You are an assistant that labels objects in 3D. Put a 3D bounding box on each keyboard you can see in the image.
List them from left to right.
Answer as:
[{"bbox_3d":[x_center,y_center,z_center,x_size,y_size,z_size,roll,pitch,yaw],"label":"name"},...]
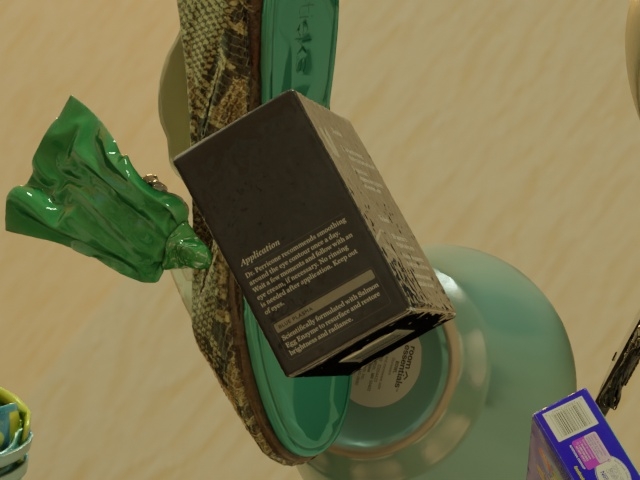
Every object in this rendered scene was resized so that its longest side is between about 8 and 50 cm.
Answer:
[{"bbox_3d":[0.401,0.114,2.274,0.033,0.201,0.317,26,-44,8],"label":"keyboard"}]

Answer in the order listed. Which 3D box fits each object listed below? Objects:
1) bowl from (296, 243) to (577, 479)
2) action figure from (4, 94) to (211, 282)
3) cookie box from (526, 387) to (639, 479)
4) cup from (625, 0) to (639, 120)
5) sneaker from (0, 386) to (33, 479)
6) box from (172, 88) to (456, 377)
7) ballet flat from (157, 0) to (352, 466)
[{"bbox_3d":[0.074,0.135,1.772,0.311,0.311,0.163,37,3,28],"label":"bowl"},{"bbox_3d":[-0.174,-0.024,1.595,0.063,0.137,0.232,16,11,-47],"label":"action figure"},{"bbox_3d":[0.163,0.155,1.108,0.092,0.040,0.107,60,-12,28],"label":"cookie box"},{"bbox_3d":[0.457,-0.232,1.929,0.331,0.331,0.237,39,15,-25],"label":"cup"},{"bbox_3d":[-0.347,0.285,1.876,0.127,0.208,0.319,-5,52,-31],"label":"sneaker"},{"bbox_3d":[0.000,0.000,1.177,0.158,0.093,0.156,62,11,10],"label":"box"},{"bbox_3d":[-0.066,-0.046,1.643,0.182,0.482,0.164,7,13,41],"label":"ballet flat"}]
